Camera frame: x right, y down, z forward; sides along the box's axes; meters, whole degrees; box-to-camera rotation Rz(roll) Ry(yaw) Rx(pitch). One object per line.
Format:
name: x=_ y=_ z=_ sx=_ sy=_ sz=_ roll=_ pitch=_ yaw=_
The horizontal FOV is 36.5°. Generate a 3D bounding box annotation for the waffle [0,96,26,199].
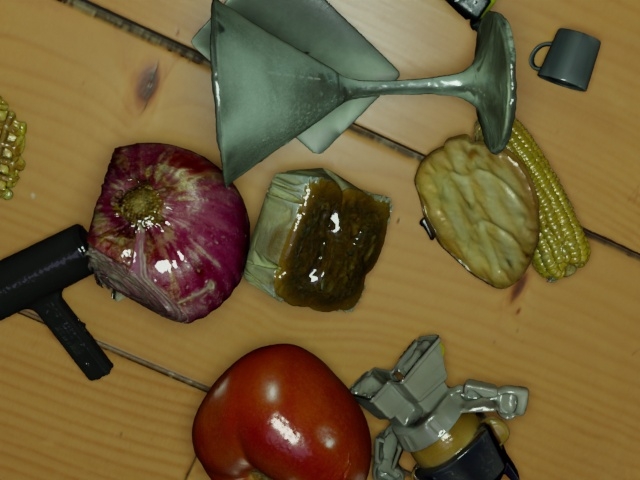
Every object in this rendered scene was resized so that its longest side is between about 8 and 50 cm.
waffle: x=-0.545 y=-0.144 z=1.512 sx=0.191 sy=0.038 sz=0.191 roll=0 pitch=103 yaw=0

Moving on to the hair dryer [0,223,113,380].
hair dryer: x=-0.410 y=0.116 z=1.559 sx=0.197 sy=0.089 sz=0.251 roll=-27 pitch=110 yaw=3

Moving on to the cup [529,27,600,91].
cup: x=0.369 y=-0.278 z=1.478 sx=0.100 sy=0.078 sz=0.077 roll=22 pitch=97 yaw=26

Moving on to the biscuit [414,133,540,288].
biscuit: x=0.248 y=-0.042 z=1.500 sx=0.203 sy=0.041 sz=0.260 roll=-9 pitch=112 yaw=36

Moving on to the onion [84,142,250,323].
onion: x=-0.217 y=-0.011 z=1.438 sx=0.231 sy=0.272 sz=0.256 roll=10 pitch=89 yaw=5

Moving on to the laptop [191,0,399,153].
laptop: x=-0.036 y=-0.276 z=1.466 sx=0.269 sy=0.015 sz=0.188 roll=41 pitch=109 yaw=-18

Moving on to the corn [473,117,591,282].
corn: x=0.325 y=-0.073 z=1.510 sx=0.101 sy=0.101 sz=0.291 roll=-29 pitch=97 yaw=6

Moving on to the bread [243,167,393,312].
bread: x=0.000 y=0.002 z=1.476 sx=0.192 sy=0.110 sz=0.209 roll=13 pitch=103 yaw=-40

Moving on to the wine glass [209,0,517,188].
wine glass: x=0.052 y=-0.209 z=1.356 sx=0.406 sy=0.267 sz=0.267 roll=-2 pitch=102 yaw=-3

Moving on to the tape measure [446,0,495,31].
tape measure: x=0.211 y=-0.433 z=1.420 sx=0.199 sy=0.112 sz=0.186 roll=33 pitch=107 yaw=-13

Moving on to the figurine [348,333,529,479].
figurine: x=0.192 y=0.309 z=1.564 sx=0.309 sy=0.143 sz=0.308 roll=16 pitch=125 yaw=23

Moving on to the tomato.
tomato: x=-0.056 y=0.291 z=1.505 sx=0.299 sy=0.226 sz=0.298 roll=17 pitch=143 yaw=13
